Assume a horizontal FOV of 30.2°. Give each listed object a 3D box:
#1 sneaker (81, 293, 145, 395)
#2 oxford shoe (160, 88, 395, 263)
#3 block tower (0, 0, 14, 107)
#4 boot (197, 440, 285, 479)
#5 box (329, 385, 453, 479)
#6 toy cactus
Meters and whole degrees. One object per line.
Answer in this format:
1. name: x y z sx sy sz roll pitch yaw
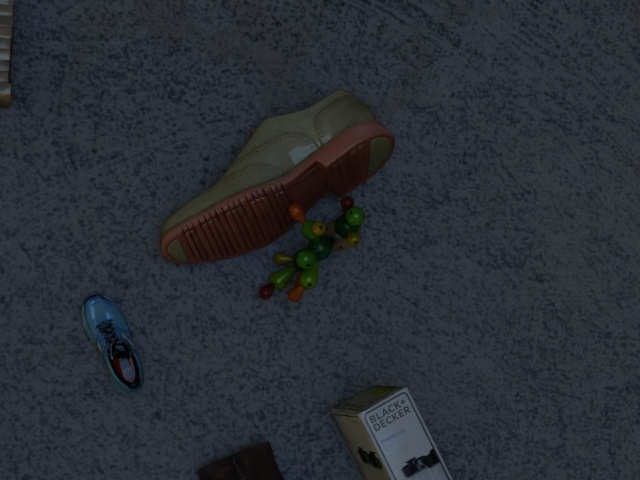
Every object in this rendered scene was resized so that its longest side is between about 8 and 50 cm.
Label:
1. sneaker: -0.302 0.153 1.765 0.063 0.073 0.162 -27 91 -16
2. oxford shoe: -0.085 -0.099 1.845 0.397 0.140 0.146 -28 60 -11
3. block tower: -0.501 -0.373 1.768 0.097 0.091 0.335 1 83 -14
4. boot: -0.142 0.441 1.782 0.248 0.090 0.207 -25 78 -15
5. box: 0.133 0.367 1.804 0.087 0.169 0.290 -27 90 -16
6. toy cactus: 0.000 0.000 1.833 0.112 0.219 0.180 43 33 9
